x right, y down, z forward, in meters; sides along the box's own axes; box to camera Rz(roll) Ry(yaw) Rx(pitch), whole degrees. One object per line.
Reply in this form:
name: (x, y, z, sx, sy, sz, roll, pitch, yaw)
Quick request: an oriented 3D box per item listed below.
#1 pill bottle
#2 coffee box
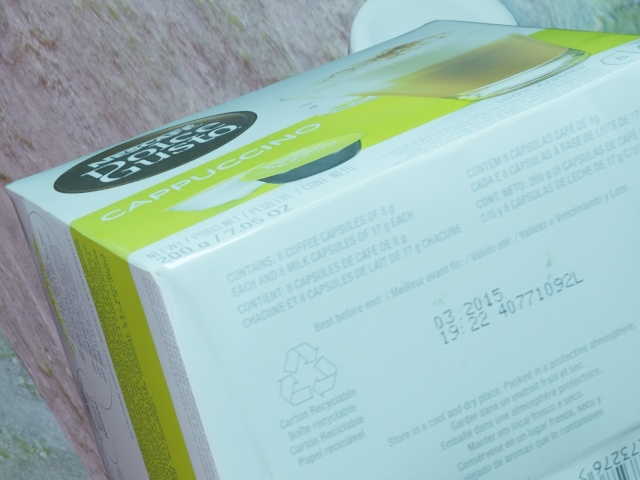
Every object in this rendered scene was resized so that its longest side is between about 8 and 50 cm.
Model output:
pill bottle: (0.081, -0.084, 1.404, 0.131, 0.131, 0.229, 53, 156, 30)
coffee box: (0.043, 0.078, 1.111, 0.334, 0.338, 0.338, 23, 132, 65)
